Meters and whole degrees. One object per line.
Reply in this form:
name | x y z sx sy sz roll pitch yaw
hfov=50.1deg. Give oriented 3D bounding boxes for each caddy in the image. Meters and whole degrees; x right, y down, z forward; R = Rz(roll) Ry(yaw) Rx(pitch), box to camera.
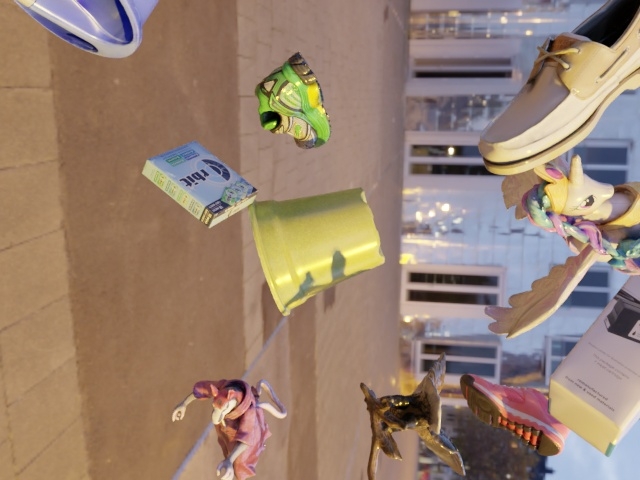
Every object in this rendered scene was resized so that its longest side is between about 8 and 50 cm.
caddy | -0.340 -0.375 0.830 0.341 0.241 0.179 47 62 -36

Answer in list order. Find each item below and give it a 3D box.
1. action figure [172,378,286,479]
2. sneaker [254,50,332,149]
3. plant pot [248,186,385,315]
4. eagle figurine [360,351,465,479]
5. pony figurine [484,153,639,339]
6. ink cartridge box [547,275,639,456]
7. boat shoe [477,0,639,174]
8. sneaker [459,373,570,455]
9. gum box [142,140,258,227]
action figure | -0.186 0.427 1.648 0.275 0.248 0.370 -32 151 -22
sneaker | -0.070 -0.295 1.544 0.134 0.146 0.343 62 0 18
plant pot | 0.000 0.000 1.535 0.276 0.254 0.276 -18 90 -88
eagle figurine | 0.197 0.348 1.374 0.298 0.225 0.226 12 108 -43
pony figurine | 0.417 -0.015 1.019 0.351 0.363 0.303 120 -23 -66
ink cartridge box | 0.665 0.230 1.447 0.395 0.166 0.285 -47 150 -11
boat shoe | 0.300 -0.200 0.823 0.113 0.302 0.103 33 -21 55
sneaker | 0.522 0.441 1.830 0.136 0.314 0.116 -39 144 -32
gum box | -0.246 -0.120 1.413 0.157 0.184 0.041 -38 162 -54
